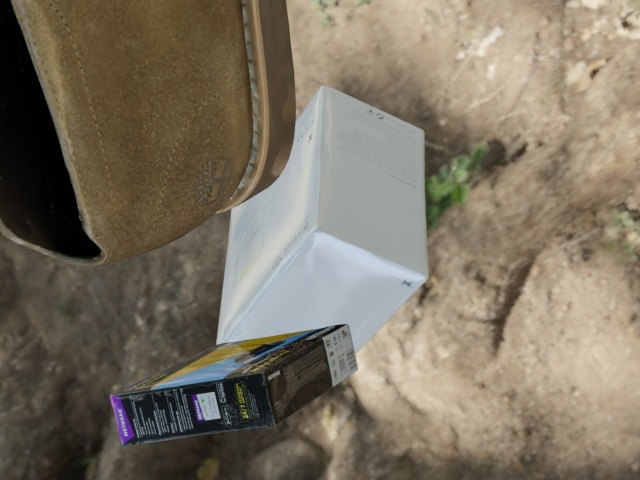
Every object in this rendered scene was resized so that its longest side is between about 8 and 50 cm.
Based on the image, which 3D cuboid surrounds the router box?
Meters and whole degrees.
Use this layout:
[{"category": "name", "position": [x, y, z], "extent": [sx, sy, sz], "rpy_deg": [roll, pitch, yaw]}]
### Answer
[{"category": "router box", "position": [-0.063, 0.113, 0.971], "extent": [0.133, 0.179, 0.046], "rpy_deg": [-11, 93, 22]}]

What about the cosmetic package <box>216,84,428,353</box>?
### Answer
[{"category": "cosmetic package", "position": [0.000, 0.000, 1.310], "extent": [0.224, 0.138, 0.225], "rpy_deg": [-51, 27, 39]}]

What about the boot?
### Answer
[{"category": "boot", "position": [-0.083, -0.137, 0.395], "extent": [0.112, 0.115, 0.305], "rpy_deg": [2, 113, 31]}]
